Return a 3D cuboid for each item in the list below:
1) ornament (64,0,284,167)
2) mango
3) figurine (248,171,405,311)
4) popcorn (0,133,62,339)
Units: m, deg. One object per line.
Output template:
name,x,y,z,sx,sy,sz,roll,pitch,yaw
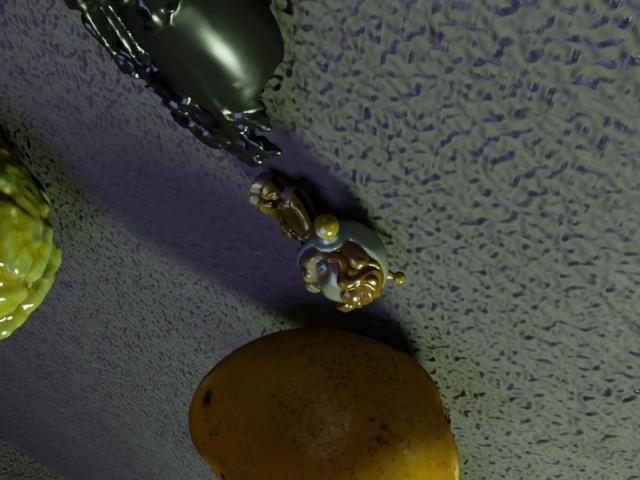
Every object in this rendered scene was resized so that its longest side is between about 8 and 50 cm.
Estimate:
ornament,-0.132,-0.167,0.588,0.251,0.106,0.260,31,165,22
mango,-0.002,0.177,0.807,0.290,0.191,0.160,10,164,29
figurine,-0.001,0.002,0.707,0.143,0.068,0.101,28,146,38
popcorn,-0.425,-0.009,0.941,0.282,0.247,0.282,26,165,7
